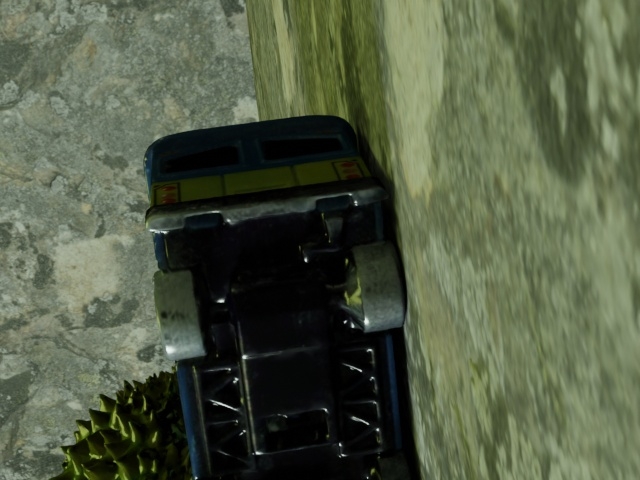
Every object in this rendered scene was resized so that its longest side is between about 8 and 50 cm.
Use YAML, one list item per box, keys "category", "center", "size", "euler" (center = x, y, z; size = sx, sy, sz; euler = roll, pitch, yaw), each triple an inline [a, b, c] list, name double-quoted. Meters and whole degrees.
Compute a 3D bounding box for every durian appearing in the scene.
- category: "durian"
  center: [-0.086, 0.213, 0.979]
  size: [0.224, 0.291, 0.291]
  euler: [93, 169, -53]

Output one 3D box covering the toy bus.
- category: "toy bus"
  center: [-0.023, 0.084, 0.751]
  size: [0.175, 0.138, 0.287]
  euler: [-110, 13, -68]
